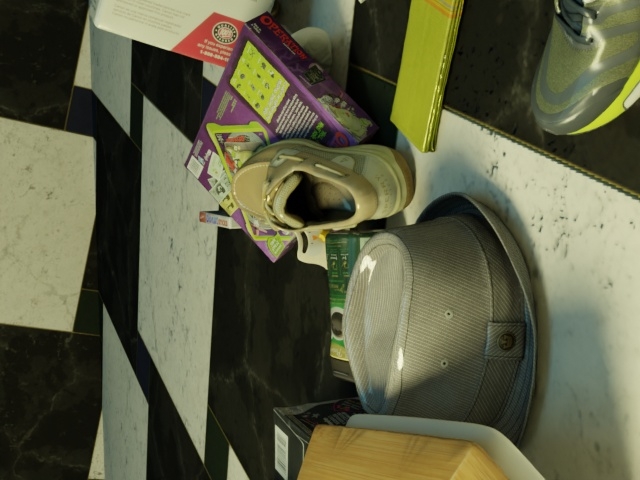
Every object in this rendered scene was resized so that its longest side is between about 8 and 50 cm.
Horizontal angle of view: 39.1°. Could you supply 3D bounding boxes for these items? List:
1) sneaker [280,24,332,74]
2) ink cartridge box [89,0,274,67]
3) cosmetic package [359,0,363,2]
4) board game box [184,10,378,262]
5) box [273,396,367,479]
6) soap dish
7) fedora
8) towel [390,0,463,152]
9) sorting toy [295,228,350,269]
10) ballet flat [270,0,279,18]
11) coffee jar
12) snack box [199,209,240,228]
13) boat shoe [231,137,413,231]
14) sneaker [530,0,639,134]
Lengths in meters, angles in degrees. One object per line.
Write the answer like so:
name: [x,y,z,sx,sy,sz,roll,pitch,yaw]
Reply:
sneaker: [-0.054,-0.258,1.257,0.232,0.090,0.115,155,118,-61]
ink cartridge box: [-0.161,-0.408,1.216,0.306,0.226,0.131,-69,23,14]
cosmetic package: [0.002,-0.382,0.973,0.239,0.060,0.099,53,169,-3]
board game box: [-0.068,-0.125,1.231,0.208,0.056,0.347,51,147,8]
box: [0.034,0.327,1.064,0.163,0.142,0.247,-161,70,-67]
soap dish: [0.110,0.267,0.791,0.229,0.118,0.291,49,156,-10]
fedora: [0.101,0.092,0.896,0.243,0.124,0.276,-139,50,-60]
towel: [0.118,-0.219,0.950,0.102,0.021,0.237,-119,33,-55]
sorting toy: [0.000,0.000,1.177,0.045,0.075,0.083,128,133,-57]
ballet flat: [-0.122,-0.410,1.406,0.073,0.080,0.232,99,158,-59]
coffee jar: [0.054,0.079,1.059,0.096,0.079,0.184,1,93,64]
snack box: [-0.152,-0.037,1.537,0.178,0.064,0.022,-168,75,-66]
boat shoe: [-0.026,-0.060,1.096,0.302,0.098,0.109,5,115,48]
sneaker: [0.195,-0.215,0.637,0.111,0.121,0.300,-125,38,-51]
